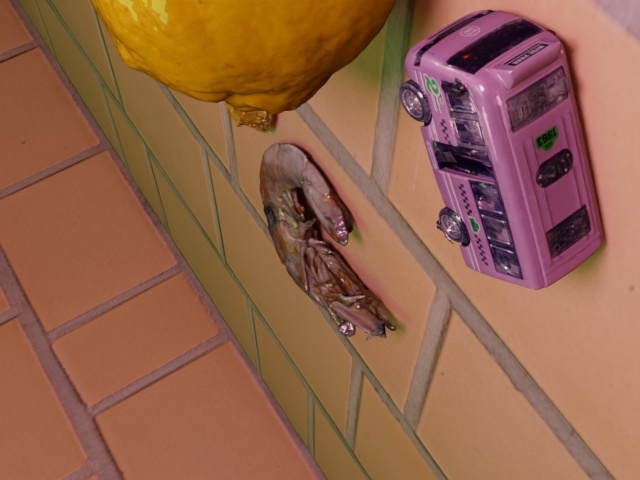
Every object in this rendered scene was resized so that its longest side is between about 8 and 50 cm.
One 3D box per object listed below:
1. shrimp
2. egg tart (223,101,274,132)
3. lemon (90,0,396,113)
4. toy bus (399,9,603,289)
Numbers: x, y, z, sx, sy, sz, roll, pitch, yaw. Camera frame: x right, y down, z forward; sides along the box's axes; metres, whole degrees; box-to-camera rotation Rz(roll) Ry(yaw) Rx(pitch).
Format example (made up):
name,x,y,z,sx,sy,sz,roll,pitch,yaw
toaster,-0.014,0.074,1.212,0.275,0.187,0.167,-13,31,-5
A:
name,x,y,z,sx,sy,sz,roll,pitch,yaw
shrimp,0.000,0.000,1.224,0.360,0.085,0.246,54,156,34
egg tart,-0.109,-0.209,1.233,0.130,0.052,0.130,52,158,31
lemon,-0.065,-0.264,0.656,0.285,0.286,0.316,48,133,39
toy bus,0.140,-0.066,0.645,0.108,0.096,0.198,29,146,54
